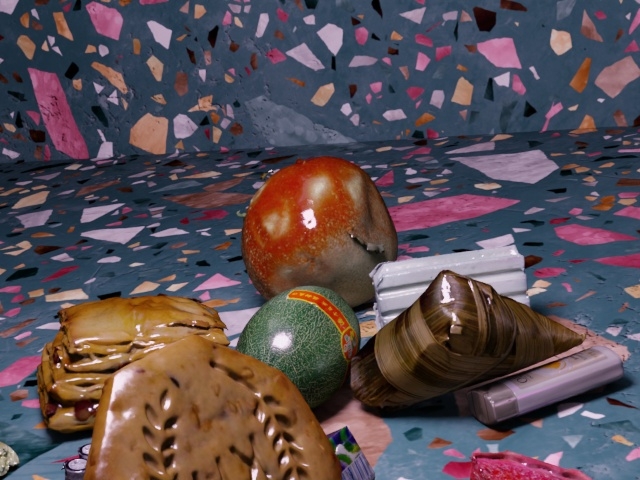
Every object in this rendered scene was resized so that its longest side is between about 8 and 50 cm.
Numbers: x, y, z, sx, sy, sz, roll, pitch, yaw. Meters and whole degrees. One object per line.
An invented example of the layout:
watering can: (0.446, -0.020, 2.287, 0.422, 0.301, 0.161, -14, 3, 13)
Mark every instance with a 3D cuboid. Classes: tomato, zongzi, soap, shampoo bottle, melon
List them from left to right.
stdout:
melon: (-0.037, 0.173, 1.820, 0.182, 0.182, 0.288, -1, 20, 24)
tomato: (0.000, 0.000, 2.180, 0.304, 0.303, 0.239, -12, 46, -11)
soap: (0.217, 0.101, 1.975, 0.262, 0.150, 0.094, -8, 13, 3)
zongzi: (0.220, 0.175, 1.768, 0.288, 0.134, 0.286, 13, -37, -33)
shampoo bottle: (0.332, 0.213, 1.723, 0.228, 0.055, 0.086, -16, 8, -20)

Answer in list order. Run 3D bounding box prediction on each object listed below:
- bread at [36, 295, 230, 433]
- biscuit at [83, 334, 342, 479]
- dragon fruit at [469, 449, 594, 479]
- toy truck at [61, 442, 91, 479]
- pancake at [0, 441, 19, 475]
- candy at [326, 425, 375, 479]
bread: (-0.319, 0.181, 1.948, 0.325, 0.167, 0.277, -15, 19, -15)
biscuit: (-0.111, 0.274, 1.351, 0.046, 0.359, 0.359, -34, -2, 40)
dragon fruit: (0.270, 0.347, 1.263, 0.161, 0.126, 0.274, -3, 25, -16)
toy truck: (-0.288, 0.356, 1.508, 0.116, 0.110, 0.216, 8, 21, 13)
pancake: (-0.648, 0.350, 1.773, 0.377, 0.054, 0.197, -11, 19, -3)
candy: (-0.045, 0.339, 1.454, 0.061, 0.088, 0.312, -24, 4, 41)
